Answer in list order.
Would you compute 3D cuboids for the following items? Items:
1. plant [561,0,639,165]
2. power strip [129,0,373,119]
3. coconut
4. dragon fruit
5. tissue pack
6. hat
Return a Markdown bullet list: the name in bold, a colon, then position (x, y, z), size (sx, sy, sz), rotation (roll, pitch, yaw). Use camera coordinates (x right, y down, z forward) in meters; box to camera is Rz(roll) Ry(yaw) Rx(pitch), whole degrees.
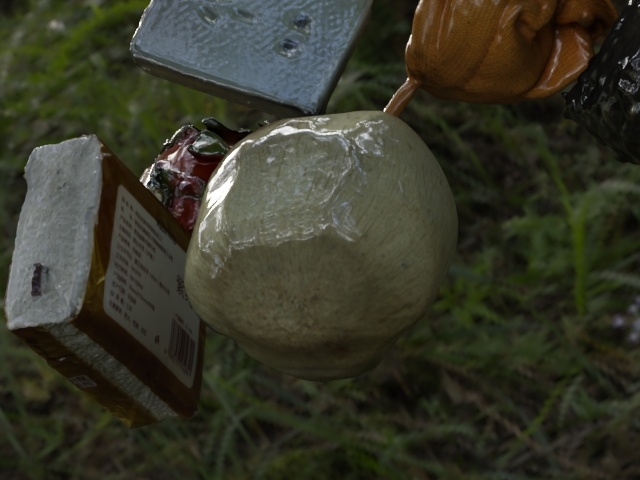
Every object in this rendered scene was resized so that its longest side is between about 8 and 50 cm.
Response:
- **plant**: position (0.344, -0.150, 1.462), size (0.199, 0.188, 0.276), rotation (-61, 2, 10)
- **power strip**: position (-0.071, -0.203, 1.580), size (0.064, 0.213, 0.198), rotation (101, -168, -54)
- **coconut**: position (0.000, 0.000, 1.186), size (0.224, 0.224, 0.224), rotation (-31, 13, 8)
- **dragon fruit**: position (-0.109, -0.062, 1.703), size (0.198, 0.200, 0.269), rotation (12, 59, 28)
- **tissue pack**: position (-0.178, 0.039, 1.354), size (0.092, 0.226, 0.183), rotation (-12, 59, 20)
- **hat**: position (0.147, -0.206, 1.566), size (0.233, 0.233, 0.244), rotation (-45, -18, 1)
